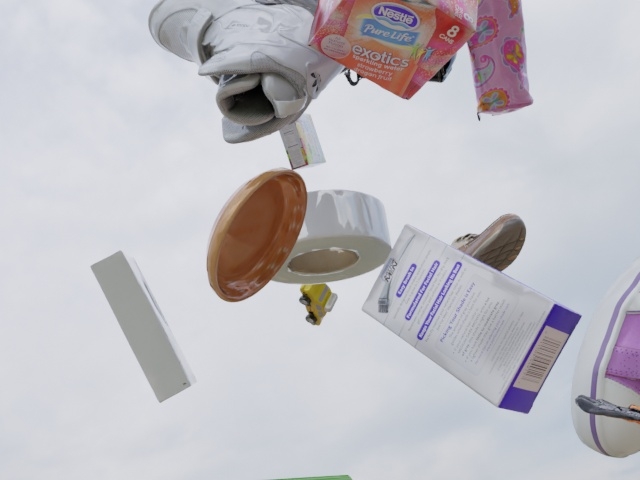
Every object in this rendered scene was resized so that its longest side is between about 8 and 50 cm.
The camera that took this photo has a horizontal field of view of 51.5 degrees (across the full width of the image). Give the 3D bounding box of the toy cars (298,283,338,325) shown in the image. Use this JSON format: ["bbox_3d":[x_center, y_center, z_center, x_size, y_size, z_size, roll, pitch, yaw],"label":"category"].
[{"bbox_3d":[0.016,0.078,1.985,0.087,0.394,0.176,11,10,23],"label":"toy cars"}]

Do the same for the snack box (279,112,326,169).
[{"bbox_3d":[-0.035,-0.185,1.229,0.037,0.100,0.141,-16,4,15],"label":"snack box"}]

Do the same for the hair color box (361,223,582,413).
[{"bbox_3d":[0.242,0.123,1.135,0.110,0.338,0.185,22,-82,-44],"label":"hair color box"}]

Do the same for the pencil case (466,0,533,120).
[{"bbox_3d":[0.348,-0.391,1.322,0.124,0.124,0.284,-13,-79,-5],"label":"pencil case"}]

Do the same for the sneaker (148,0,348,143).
[{"bbox_3d":[-0.134,-0.258,0.930,0.365,0.210,0.137,13,-38,26],"label":"sneaker"}]

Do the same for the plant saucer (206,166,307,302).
[{"bbox_3d":[-0.090,-0.010,0.906,0.200,0.037,0.200,-45,-28,-32],"label":"plant saucer"}]

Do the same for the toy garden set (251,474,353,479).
[{"bbox_3d":[0.039,0.325,0.561,0.203,0.245,0.049,11,-29,-35],"label":"toy garden set"}]

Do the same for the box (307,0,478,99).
[{"bbox_3d":[0.104,-0.351,0.841,0.154,0.300,0.142,25,-35,-19],"label":"box"}]

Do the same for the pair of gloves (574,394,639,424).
[{"bbox_3d":[0.193,0.104,0.378,0.083,0.010,0.074,14,-5,-24],"label":"pair of gloves"}]

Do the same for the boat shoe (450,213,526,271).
[{"bbox_3d":[0.339,0.039,1.504,0.123,0.117,0.324,1,-38,-29],"label":"boat shoe"}]

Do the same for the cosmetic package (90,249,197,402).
[{"bbox_3d":[-0.282,0.138,1.066,0.060,0.239,0.099,-28,-6,-10],"label":"cosmetic package"}]

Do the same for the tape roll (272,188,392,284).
[{"bbox_3d":[0.000,0.000,1.359,0.285,0.100,0.286,-6,-21,-2],"label":"tape roll"}]

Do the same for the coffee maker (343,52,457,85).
[{"bbox_3d":[0.167,-0.365,1.320,0.178,0.171,0.120,11,-18,30],"label":"coffee maker"}]

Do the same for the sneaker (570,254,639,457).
[{"bbox_3d":[0.310,0.056,0.482,0.102,0.161,0.282,38,-95,-27],"label":"sneaker"}]
